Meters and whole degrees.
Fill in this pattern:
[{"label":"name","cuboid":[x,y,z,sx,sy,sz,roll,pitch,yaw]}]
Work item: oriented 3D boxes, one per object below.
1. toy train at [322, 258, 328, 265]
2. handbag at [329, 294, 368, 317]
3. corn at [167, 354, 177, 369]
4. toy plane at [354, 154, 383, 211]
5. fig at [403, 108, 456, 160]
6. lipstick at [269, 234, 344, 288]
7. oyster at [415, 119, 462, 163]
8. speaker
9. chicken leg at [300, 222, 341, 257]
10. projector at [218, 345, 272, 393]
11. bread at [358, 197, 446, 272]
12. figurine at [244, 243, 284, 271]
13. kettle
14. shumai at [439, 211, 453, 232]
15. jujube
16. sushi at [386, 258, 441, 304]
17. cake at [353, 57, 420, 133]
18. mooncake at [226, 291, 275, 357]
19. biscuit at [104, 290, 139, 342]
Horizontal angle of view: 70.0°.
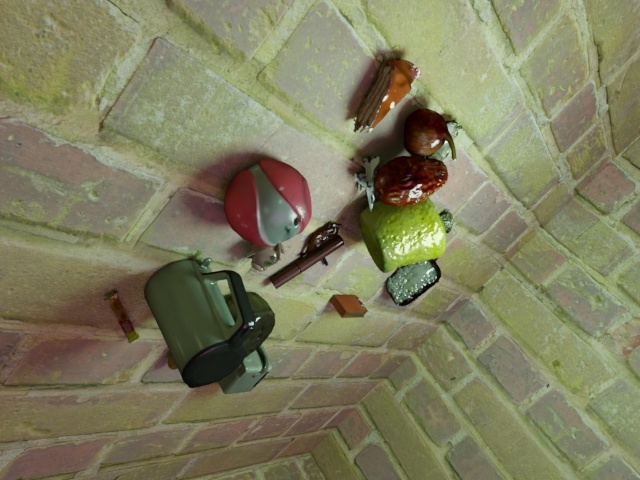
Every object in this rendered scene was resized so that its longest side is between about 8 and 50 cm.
[{"label":"toy train","cuboid":[0.018,0.090,2.062,0.017,0.017,0.083,-31,145,-6]},{"label":"handbag","cuboid":[0.151,0.341,2.374,0.190,0.127,0.063,7,126,-47]},{"label":"corn","cuboid":[-0.562,0.448,1.903,0.231,0.080,0.080,-48,145,17]},{"label":"toy plane","cuboid":[0.187,-0.230,1.789,0.159,0.082,0.234,-22,131,-36]},{"label":"fig","cuboid":[0.413,-0.394,1.685,0.175,0.207,0.175,-23,121,-47]},{"label":"lipstick","cuboid":[-0.055,0.090,1.963,0.356,0.057,0.057,-33,145,-7]},{"label":"oyster","cuboid":[0.471,-0.378,1.877,0.198,0.092,0.260,-1,122,-42]},{"label":"speaker","cuboid":[-0.177,-0.116,1.513,0.294,0.294,0.294,-24,143,-19]},{"label":"chicken leg","cuboid":[0.000,-0.004,1.910,0.219,0.048,0.089,-37,143,-2]},{"label":"projector","cuboid":[-0.363,0.609,2.193,0.177,0.163,0.242,14,125,-50]},{"label":"bread","cuboid":[0.337,-0.036,1.933,0.307,0.348,0.348,-28,145,-4]},{"label":"figurine","cuboid":[-0.208,0.049,1.721,0.137,0.125,0.125,-20,145,2]},{"label":"kettle","cuboid":[-0.389,0.245,1.556,0.361,0.377,0.250,-45,145,12]},{"label":"shumai","cuboid":[0.620,-0.089,2.345,0.087,0.099,0.124,-7,135,-14]},{"label":"jujube","cuboid":[0.340,-0.228,1.719,0.290,0.197,0.197,-17,141,-20]},{"label":"sushi","cuboid":[0.519,0.210,2.528,0.343,0.196,0.182,-42,164,15]},{"label":"cake","cuboid":[0.198,-0.477,1.508,0.287,0.098,0.135,-51,145,11]},{"label":"mooncake","cuboid":[-0.321,0.362,1.905,0.290,0.161,0.290,-38,152,-24]},{"label":"biscuit","cuboid":[-0.702,0.274,1.621,0.048,0.026,0.292,-41,151,-32]}]
